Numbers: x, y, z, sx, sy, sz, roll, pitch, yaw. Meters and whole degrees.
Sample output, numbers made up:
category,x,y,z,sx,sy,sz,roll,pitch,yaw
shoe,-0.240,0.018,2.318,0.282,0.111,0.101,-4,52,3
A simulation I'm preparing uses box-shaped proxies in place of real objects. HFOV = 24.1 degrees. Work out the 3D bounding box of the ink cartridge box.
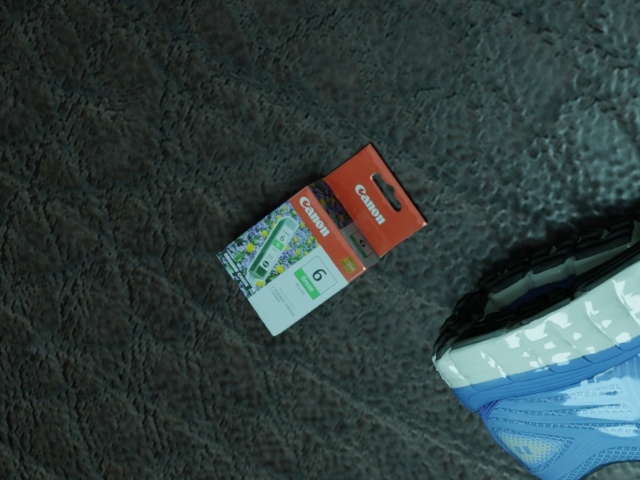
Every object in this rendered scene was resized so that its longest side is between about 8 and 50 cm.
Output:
category,x,y,z,sx,sy,sz,roll,pitch,yaw
ink cartridge box,0.000,0.000,0.896,0.115,0.029,0.063,-36,88,25

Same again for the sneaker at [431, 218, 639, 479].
category,x,y,z,sx,sy,sz,roll,pitch,yaw
sneaker,0.230,0.041,0.781,0.330,0.130,0.147,-25,107,28
